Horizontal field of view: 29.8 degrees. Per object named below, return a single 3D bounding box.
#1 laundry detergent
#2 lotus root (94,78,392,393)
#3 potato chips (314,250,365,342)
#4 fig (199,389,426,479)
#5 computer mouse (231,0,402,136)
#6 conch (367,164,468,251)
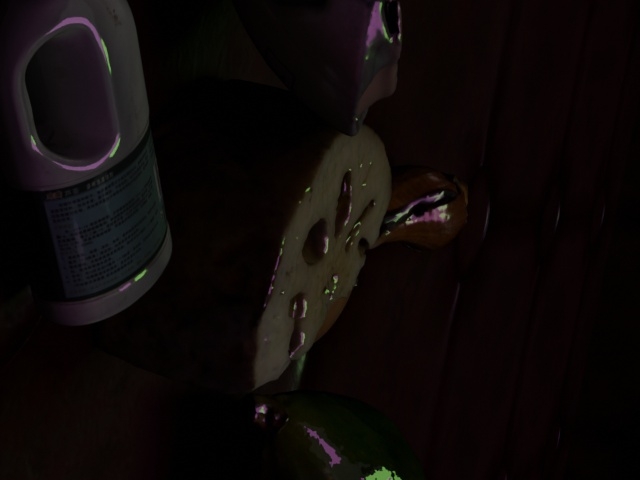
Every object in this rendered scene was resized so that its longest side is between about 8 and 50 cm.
[{"bbox_3d":[-0.128,-0.070,0.616,0.099,0.070,0.225,-46,144,-43],"label":"laundry detergent"},{"bbox_3d":[-0.044,-0.016,0.789,0.235,0.119,0.138,-53,148,-43],"label":"lotus root"},{"bbox_3d":[0.000,0.001,0.992,0.208,0.062,0.195,-54,147,-41],"label":"potato chips"},{"bbox_3d":[-0.004,0.195,0.908,0.245,0.195,0.195,86,26,-46],"label":"fig"},{"bbox_3d":[-0.013,-0.253,0.752,0.199,0.115,0.389,98,-12,-78],"label":"computer mouse"},{"bbox_3d":[0.098,-0.031,1.192,0.233,0.080,0.086,2,92,-68],"label":"conch"}]
